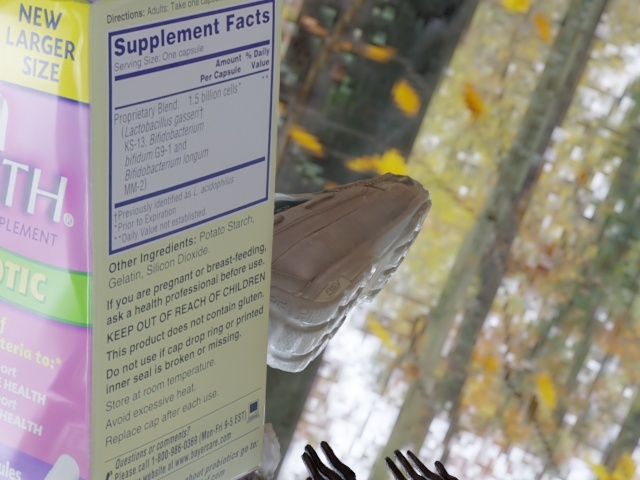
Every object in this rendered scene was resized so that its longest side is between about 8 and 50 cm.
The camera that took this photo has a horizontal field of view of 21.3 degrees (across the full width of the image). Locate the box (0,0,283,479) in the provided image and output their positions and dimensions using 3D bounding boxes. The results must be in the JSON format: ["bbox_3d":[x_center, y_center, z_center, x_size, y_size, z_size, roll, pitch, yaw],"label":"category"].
[{"bbox_3d":[-0.138,-0.016,0.774,0.214,0.242,0.117,18,-156,34],"label":"box"}]

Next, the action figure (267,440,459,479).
[{"bbox_3d":[-0.047,0.191,0.878,0.164,0.276,0.141,0,-122,-50],"label":"action figure"}]

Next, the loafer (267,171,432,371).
[{"bbox_3d":[0.000,0.000,1.296,0.111,0.112,0.319,34,-158,9],"label":"loafer"}]

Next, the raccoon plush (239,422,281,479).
[{"bbox_3d":[-0.040,0.423,1.636,0.299,0.446,0.216,26,-179,-44],"label":"raccoon plush"}]
